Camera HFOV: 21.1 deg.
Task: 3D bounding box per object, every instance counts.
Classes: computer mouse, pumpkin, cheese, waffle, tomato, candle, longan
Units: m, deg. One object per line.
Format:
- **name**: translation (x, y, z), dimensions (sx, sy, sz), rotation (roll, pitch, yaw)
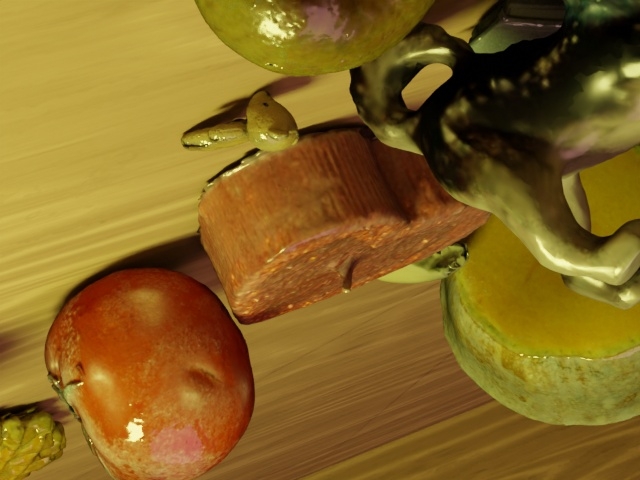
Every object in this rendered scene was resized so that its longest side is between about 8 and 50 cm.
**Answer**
- **computer mouse**: translation (0.221, -0.184, 1.498), dimensions (0.231, 0.071, 0.126), rotation (-19, 165, -20)
- **pumpkin**: translation (0.283, 0.018, 1.891), dimensions (0.332, 0.332, 0.199), rotation (-26, 152, 0)
- **cheese**: translation (0.057, 0.014, 1.893), dimensions (0.049, 0.127, 0.235), rotation (-58, -166, -26)
- **waffle**: translation (-0.435, 0.276, 2.072), dimensions (0.291, 0.051, 0.291), rotation (-23, 163, -7)
- **tomato**: translation (-0.161, 0.134, 1.701), dimensions (0.189, 0.232, 0.232), rotation (-31, 167, -11)
- **candle**: translation (0.000, 0.000, 1.676), dimensions (0.287, 0.131, 0.317), rotation (-33, 163, 36)
- **longan**: translation (0.005, -0.167, 1.001), dimensions (0.145, 0.176, 0.154), rotation (31, 90, -29)

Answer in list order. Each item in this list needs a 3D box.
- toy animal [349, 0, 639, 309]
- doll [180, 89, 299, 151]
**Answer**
- **toy animal**: translation (0.199, -0.150, 1.318), dimensions (0.344, 0.303, 0.194), rotation (-56, 162, 15)
- **doll**: translation (-0.065, -0.084, 1.406), dimensions (0.093, 0.051, 0.061), rotation (-29, 172, 20)
